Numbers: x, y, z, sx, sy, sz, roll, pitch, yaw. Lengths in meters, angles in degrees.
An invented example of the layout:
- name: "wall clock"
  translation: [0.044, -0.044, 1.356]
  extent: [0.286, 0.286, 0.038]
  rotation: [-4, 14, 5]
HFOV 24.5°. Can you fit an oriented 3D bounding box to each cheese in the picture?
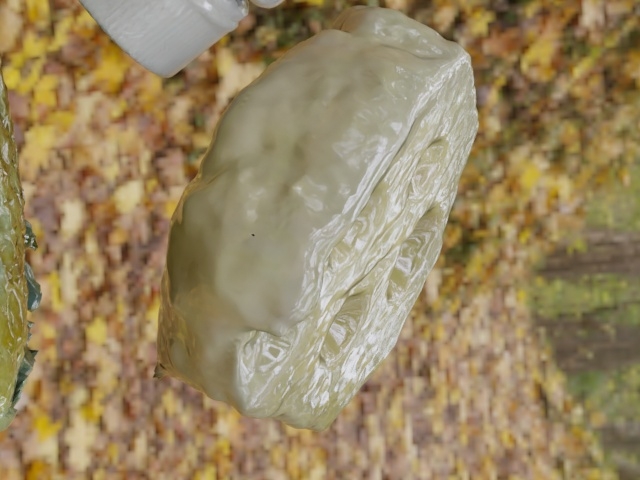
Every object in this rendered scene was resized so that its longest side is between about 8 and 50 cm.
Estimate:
- name: "cheese"
  translation: [0.000, 0.000, 1.022]
  extent: [0.318, 0.115, 0.326]
  rotation: [-42, 152, -52]

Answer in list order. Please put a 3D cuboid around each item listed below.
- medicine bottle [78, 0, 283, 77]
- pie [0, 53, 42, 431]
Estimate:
- name: "medicine bottle"
  translation: [-0.039, -0.223, 0.905]
  extent: [0.144, 0.252, 0.144]
  rotation: [53, 10, -14]
- name: "pie"
  translation: [-0.281, -0.063, 0.854]
  extent: [0.418, 0.180, 0.395]
  rotation: [-178, -105, -87]
